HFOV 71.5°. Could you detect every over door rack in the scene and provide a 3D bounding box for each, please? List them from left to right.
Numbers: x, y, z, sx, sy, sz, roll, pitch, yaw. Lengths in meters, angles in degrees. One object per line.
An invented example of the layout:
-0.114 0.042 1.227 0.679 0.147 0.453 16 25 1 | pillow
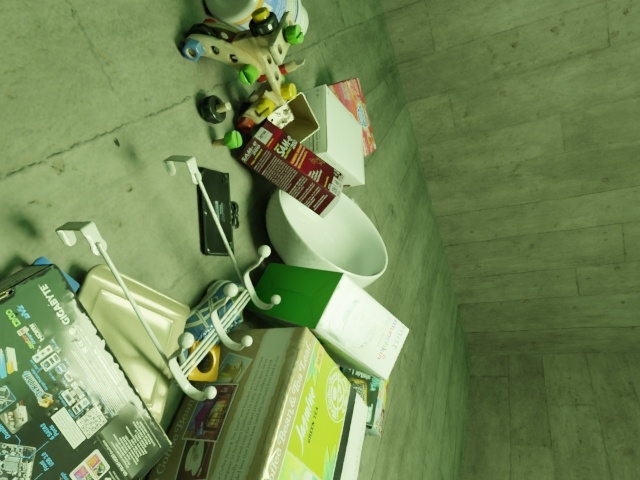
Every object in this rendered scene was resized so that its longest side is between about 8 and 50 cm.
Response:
-0.192 0.048 0.687 0.324 0.108 0.239 62 36 -21 | over door rack

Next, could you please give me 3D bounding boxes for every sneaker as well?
-0.196 0.145 0.818 0.080 0.081 0.211 66 32 -32 | sneaker

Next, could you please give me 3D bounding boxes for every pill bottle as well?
-0.138 -0.565 1.070 0.272 0.153 0.152 -18 99 -64 | pill bottle

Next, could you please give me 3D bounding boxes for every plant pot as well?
-0.087 -0.311 1.136 0.109 0.096 0.109 -39 129 -8 | plant pot

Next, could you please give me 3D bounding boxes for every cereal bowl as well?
0.000 0.000 1.118 0.339 0.141 0.338 30 32 -21 | cereal bowl

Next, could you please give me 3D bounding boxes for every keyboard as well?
-0.209 -0.057 0.924 0.108 0.023 0.180 5 78 -57 | keyboard

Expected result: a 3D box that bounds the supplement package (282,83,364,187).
0.013 -0.285 1.300 0.262 0.145 0.203 25 60 -59 | supplement package

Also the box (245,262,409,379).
0.008 0.168 0.944 0.231 0.262 0.126 41 68 -31 | box

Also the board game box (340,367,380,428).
0.111 0.446 1.318 0.026 0.126 0.186 117 -5 -47 | board game box

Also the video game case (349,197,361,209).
0.133 -0.053 1.614 0.143 0.019 0.157 46 42 -50 | video game case

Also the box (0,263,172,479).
-0.342 0.220 0.458 0.293 0.074 0.295 -43 120 -45 | box

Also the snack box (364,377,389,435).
0.153 0.491 1.431 0.174 0.070 0.207 61 32 -35 | snack box

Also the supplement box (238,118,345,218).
-0.060 -0.171 1.050 0.240 0.073 0.130 34 32 -13 | supplement box

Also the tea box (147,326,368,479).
-0.089 0.382 0.804 0.323 0.220 0.328 58 35 -37 | tea box

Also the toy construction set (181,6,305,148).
-0.111 -0.383 0.973 0.308 0.238 0.257 -55 131 -55 | toy construction set

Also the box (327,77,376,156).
0.089 -0.408 1.516 0.128 0.123 0.256 -45 123 -58 | box

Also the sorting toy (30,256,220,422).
-0.291 0.159 0.646 0.348 0.047 0.195 40 48 -42 | sorting toy
